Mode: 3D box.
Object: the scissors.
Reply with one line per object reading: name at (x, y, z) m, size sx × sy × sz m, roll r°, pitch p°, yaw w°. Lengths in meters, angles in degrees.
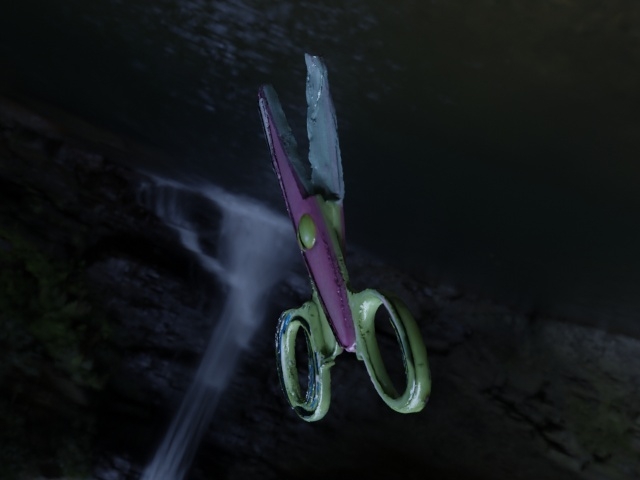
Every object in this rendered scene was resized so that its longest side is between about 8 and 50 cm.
scissors at (0.000, 0.000, 0.458) m, size 0.020 × 0.187 × 0.133 m, roll -7°, pitch 173°, yaw -33°
